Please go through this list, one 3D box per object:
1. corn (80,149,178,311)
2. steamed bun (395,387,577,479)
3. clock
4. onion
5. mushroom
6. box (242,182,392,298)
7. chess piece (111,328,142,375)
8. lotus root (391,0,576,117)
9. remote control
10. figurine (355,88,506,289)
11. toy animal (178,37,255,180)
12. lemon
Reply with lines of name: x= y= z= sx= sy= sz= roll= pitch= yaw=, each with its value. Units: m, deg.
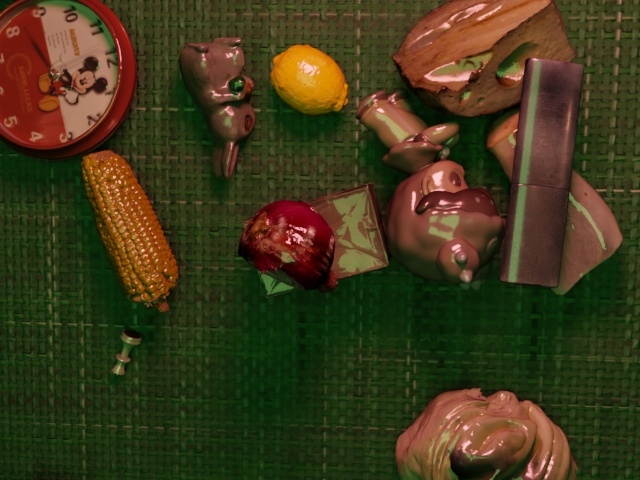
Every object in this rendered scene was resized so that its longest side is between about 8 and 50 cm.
corn: x=-0.353 y=-0.015 z=1.653 sx=0.119 sy=0.119 sz=0.322 roll=-22 pitch=95 yaw=7
steamed bun: x=0.300 y=0.405 z=1.606 sx=0.319 sy=0.206 sz=0.275 roll=-16 pitch=93 yaw=3
clock: x=-0.489 y=-0.304 z=1.644 sx=0.318 sy=0.080 sz=0.319 roll=-1 pitch=87 yaw=10
onion: x=-0.031 y=0.013 z=1.475 sx=0.198 sy=0.173 sz=0.135 roll=30 pitch=87 yaw=-41
mushroom: x=0.401 y=-0.078 z=1.581 sx=0.159 sy=0.122 sz=0.329 roll=-34 pitch=92 yaw=-8
box: x=0.000 y=0.000 z=1.609 sx=0.231 sy=0.149 sz=0.156 roll=-14 pitch=94 yaw=7
chess piece: x=-0.378 y=0.220 z=1.723 sx=0.042 sy=0.042 sz=0.093 roll=23 pitch=105 yaw=2
lotus root: x=0.290 y=-0.327 z=1.553 sx=0.314 sy=0.210 sz=0.142 roll=-27 pitch=136 yaw=0
remote control: x=0.373 y=-0.111 z=1.502 sx=0.107 sy=0.044 sz=0.378 roll=6 pitch=93 yaw=-7
figurine: x=0.185 y=-0.086 z=1.558 sx=0.203 sy=0.248 sz=0.381 roll=-26 pitch=81 yaw=10
toy animal: x=-0.177 y=-0.241 z=1.627 sx=0.125 sy=0.127 sz=0.251 roll=-12 pitch=110 yaw=-6
lemon: x=-0.019 y=-0.284 z=1.598 sx=0.155 sy=0.114 sz=0.114 roll=34 pitch=98 yaw=-4
